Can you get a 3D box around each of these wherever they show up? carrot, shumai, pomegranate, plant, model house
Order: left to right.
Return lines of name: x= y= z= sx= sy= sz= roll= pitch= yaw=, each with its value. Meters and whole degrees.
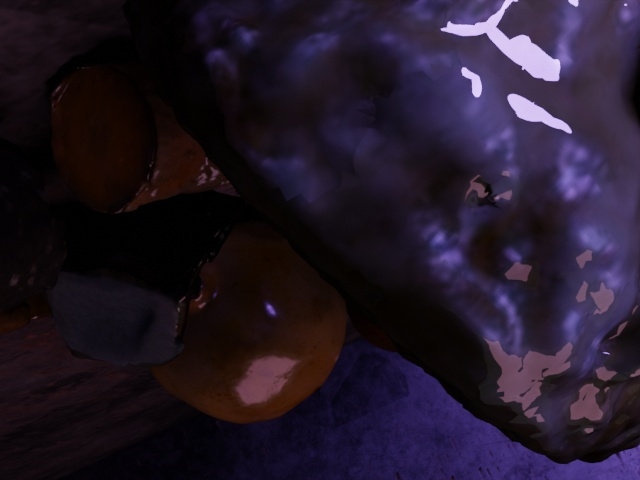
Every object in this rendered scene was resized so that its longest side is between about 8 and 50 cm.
plant: x=-0.260 y=0.006 z=0.608 sx=0.132 sy=0.129 sz=0.194 roll=-34 pitch=168 yaw=39
model house: x=-0.116 y=0.003 z=0.741 sx=0.165 sy=0.106 sz=0.152 roll=2 pitch=-131 yaw=35
carrot: x=-0.064 y=-0.088 z=0.719 sx=0.102 sy=0.102 sz=0.263 roll=-34 pitch=172 yaw=38
pomegranate: x=-0.083 y=0.092 z=1.116 sx=0.233 sy=0.233 sz=0.233 roll=-23 pitch=168 yaw=-5
shumai: x=0.123 y=-0.110 z=0.538 sx=0.348 sy=0.395 sz=0.395 roll=-49 pitch=163 yaw=11

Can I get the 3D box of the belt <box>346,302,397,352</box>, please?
belt: x=0.135 y=0.005 z=1.151 sx=0.261 sy=0.184 sz=0.105 roll=-53 pitch=177 yaw=-18

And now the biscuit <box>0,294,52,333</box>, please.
biscuit: x=-0.333 y=0.060 z=0.798 sx=0.432 sy=0.064 sz=0.283 roll=-16 pitch=-178 yaw=-34
